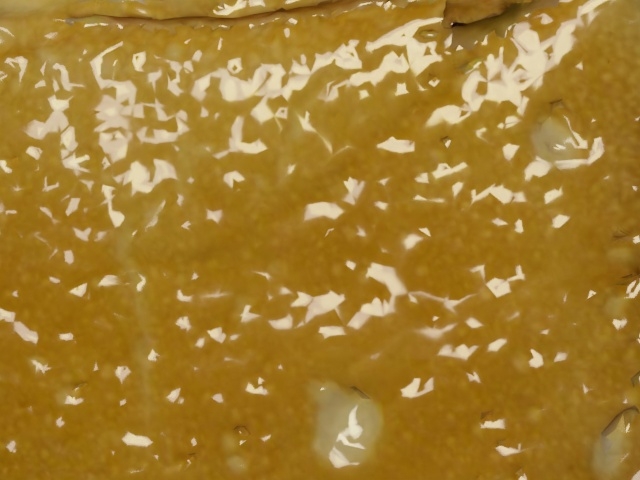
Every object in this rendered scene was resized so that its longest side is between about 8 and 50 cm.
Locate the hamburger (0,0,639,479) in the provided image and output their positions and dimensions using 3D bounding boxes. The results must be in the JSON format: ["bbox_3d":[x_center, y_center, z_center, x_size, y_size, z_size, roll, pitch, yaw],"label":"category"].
[{"bbox_3d":[-0.006,0.004,0.673,0.305,0.174,0.284,-1,95,15],"label":"hamburger"}]
